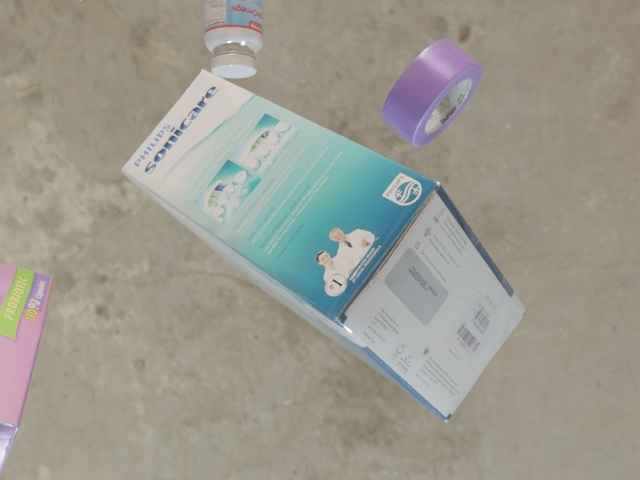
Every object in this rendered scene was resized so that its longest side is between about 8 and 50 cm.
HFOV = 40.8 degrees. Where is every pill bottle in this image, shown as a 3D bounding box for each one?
[{"bbox_3d":[-0.127,-0.325,1.263,0.087,0.087,0.160,1,84,-18],"label":"pill bottle"}]

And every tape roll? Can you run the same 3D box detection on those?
[{"bbox_3d":[0.203,-0.266,1.561,0.080,0.189,0.189,43,97,16],"label":"tape roll"}]

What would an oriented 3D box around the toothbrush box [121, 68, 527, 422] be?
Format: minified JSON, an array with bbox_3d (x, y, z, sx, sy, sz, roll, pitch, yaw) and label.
[{"bbox_3d":[0.000,0.000,0.745,0.126,0.295,0.216,-53,138,-8],"label":"toothbrush box"}]

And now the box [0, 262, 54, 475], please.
[{"bbox_3d":[-0.364,0.173,0.844,0.117,0.213,0.243,17,120,-18],"label":"box"}]
